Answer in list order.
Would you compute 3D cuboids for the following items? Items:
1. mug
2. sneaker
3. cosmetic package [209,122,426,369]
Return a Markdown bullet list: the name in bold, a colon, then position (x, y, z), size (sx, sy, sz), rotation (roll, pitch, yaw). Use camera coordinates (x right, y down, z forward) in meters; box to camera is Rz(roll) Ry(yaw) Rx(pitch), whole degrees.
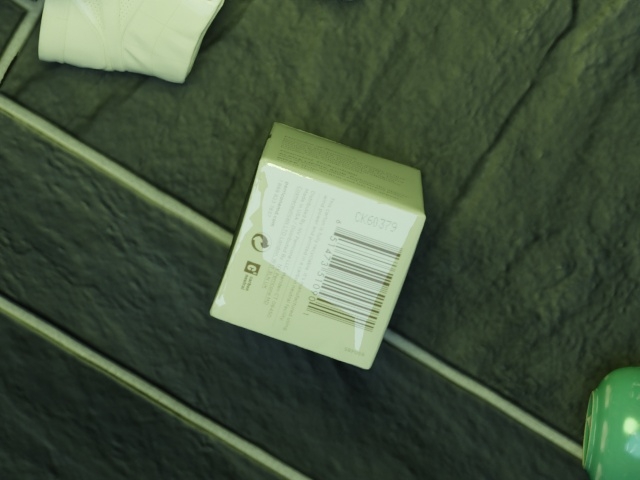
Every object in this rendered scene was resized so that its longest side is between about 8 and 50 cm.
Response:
- **mug**: position (0.294, 0.195, 1.681), size (0.097, 0.129, 0.158), rotation (7, 104, 4)
- **sneaker**: position (-0.145, -0.284, 1.609), size (0.169, 0.108, 0.292), rotation (12, 113, -2)
- **cosmetic package**: position (0.000, 0.000, 1.621), size (0.151, 0.183, 0.151), rotation (19, 103, -3)
